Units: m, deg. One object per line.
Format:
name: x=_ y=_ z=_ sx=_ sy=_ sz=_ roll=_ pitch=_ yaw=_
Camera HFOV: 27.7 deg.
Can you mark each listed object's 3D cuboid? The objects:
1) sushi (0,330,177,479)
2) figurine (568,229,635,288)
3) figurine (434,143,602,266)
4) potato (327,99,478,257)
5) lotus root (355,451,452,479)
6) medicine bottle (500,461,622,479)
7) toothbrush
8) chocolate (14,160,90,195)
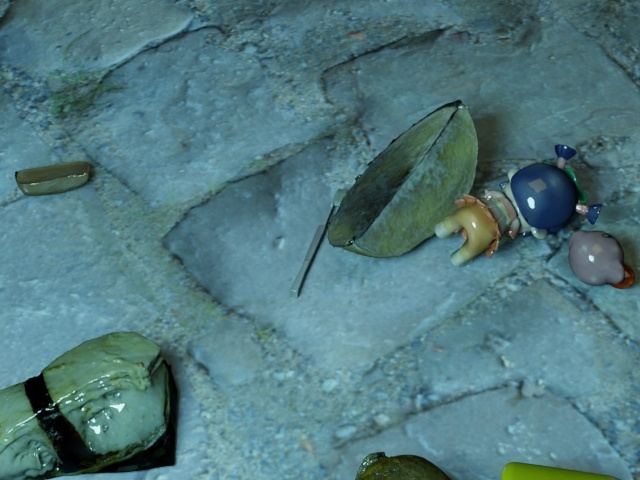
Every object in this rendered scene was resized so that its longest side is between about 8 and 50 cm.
sushi: x=-0.295 y=0.185 z=1.426 sx=0.273 sy=0.109 sz=0.134 roll=-9 pitch=45 yaw=-5
figurine: x=0.338 y=0.024 z=1.579 sx=0.067 sy=0.071 sz=0.083 roll=-52 pitch=42 yaw=12
figurine: x=0.251 y=-0.034 z=1.621 sx=0.195 sy=0.102 sz=0.111 roll=-26 pitch=83 yaw=-25
potato: x=0.110 y=-0.053 z=1.673 sx=0.261 sy=0.100 sz=0.120 roll=-51 pitch=22 yaw=-20
lotus root: x=0.100 y=0.295 z=1.298 sx=0.120 sy=0.120 sz=0.209 roll=-23 pitch=48 yaw=-19
medicine bottle: x=0.279 y=0.292 z=1.281 sx=0.212 sy=0.122 sz=0.122 roll=7 pitch=46 yaw=10
toothbrush: x=-0.002 y=0.000 z=1.658 sx=0.017 sy=0.014 sz=0.194 roll=14 pitch=48 yaw=15
chocolate: x=-0.358 y=-0.081 z=1.745 sx=0.101 sy=0.031 sz=0.064 roll=-11 pitch=28 yaw=-13
